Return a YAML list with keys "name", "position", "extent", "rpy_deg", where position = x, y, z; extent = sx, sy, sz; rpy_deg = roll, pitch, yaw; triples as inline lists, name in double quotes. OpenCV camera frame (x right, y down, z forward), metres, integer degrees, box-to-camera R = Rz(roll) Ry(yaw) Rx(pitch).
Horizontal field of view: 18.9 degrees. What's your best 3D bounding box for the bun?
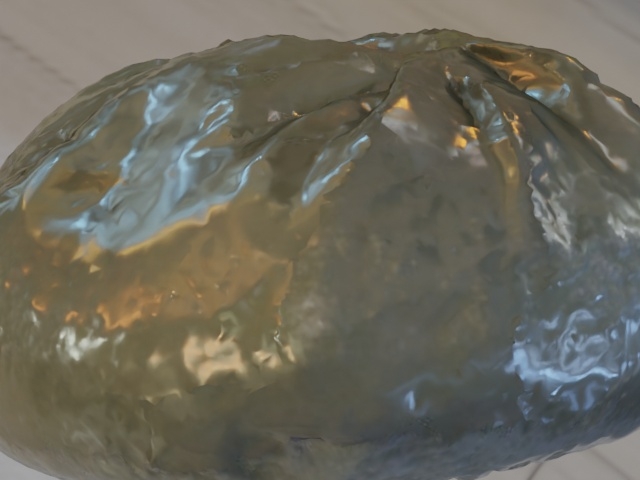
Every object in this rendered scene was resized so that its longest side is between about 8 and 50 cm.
- name: "bun"
  position: [-0.005, 0.001, 0.886]
  extent: [0.354, 0.354, 0.194]
  rpy_deg: [-9, 98, -29]
